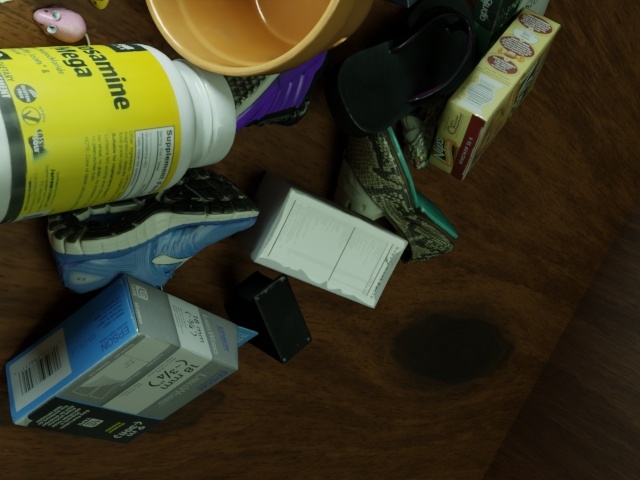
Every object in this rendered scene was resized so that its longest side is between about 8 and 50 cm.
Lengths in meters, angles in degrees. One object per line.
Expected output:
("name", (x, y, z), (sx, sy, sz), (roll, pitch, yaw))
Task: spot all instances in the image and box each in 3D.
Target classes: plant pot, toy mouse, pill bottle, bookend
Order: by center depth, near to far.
("toy mouse", (-0.305, -0.289, 0.863), (0.143, 0.031, 0.161), (-22, 130, -39))
("pill bottle", (-0.274, -0.137, 0.875), (0.334, 0.188, 0.187), (-17, 127, -43))
("plant pot", (-0.051, -0.351, 0.933), (0.203, 0.291, 0.290), (-18, 129, -62))
("bookend", (-0.110, 0.115, 1.295), (0.072, 0.157, 0.156), (-38, 126, -26))

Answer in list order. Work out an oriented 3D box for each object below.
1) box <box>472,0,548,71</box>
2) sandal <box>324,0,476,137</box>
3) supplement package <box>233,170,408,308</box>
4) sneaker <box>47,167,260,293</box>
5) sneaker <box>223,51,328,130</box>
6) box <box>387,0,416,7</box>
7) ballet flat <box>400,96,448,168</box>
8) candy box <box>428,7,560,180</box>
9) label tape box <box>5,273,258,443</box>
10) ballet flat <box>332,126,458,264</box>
("box", (0.389, -0.499, 1.419), (0.232, 0.058, 0.322), (-43, 160, -20))
("sandal", (0.181, -0.308, 1.259), (0.446, 0.107, 0.167), (-44, 110, -39))
("supplement package", (0.000, 0.000, 1.259), (0.244, 0.134, 0.139), (24, 97, -27))
("sneaker", (-0.239, -0.008, 1.083), (0.330, 0.130, 0.147), (-17, 138, -35))
("sneaker", (-0.084, -0.214, 1.114), (0.293, 0.102, 0.146), (-46, 142, -17))
("box", (0.119, -0.456, 1.134), (0.156, 0.158, 0.093), (-44, 141, -18))
("ballet flat", (0.201, -0.263, 1.446), (0.077, 0.091, 0.241), (12, 103, -22))
("candy box", (0.339, -0.287, 1.433), (0.316, 0.088, 0.183), (-49, 164, -28))
("label tape box", (-0.260, 0.204, 1.124), (0.241, 0.106, 0.334), (-35, 145, 15))
("ballet flat", (0.129, -0.069, 1.444), (0.182, 0.164, 0.483), (-33, 145, 8))
